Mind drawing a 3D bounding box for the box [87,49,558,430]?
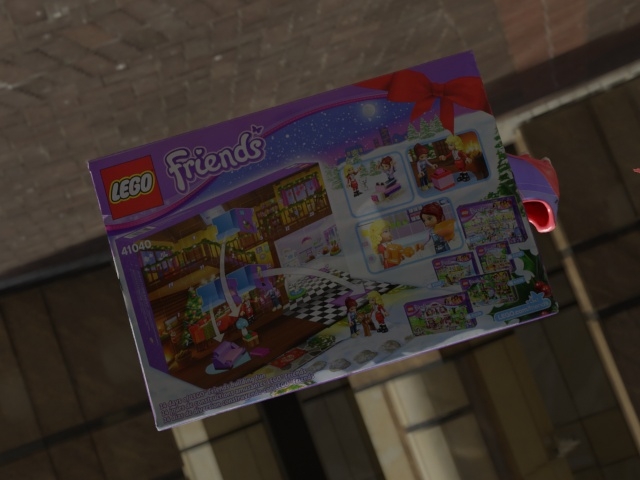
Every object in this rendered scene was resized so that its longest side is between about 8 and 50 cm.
[{"bbox_3d":[0.000,0.000,0.756,0.293,0.201,0.057,-16,172,0],"label":"box"}]

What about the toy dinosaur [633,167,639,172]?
[{"bbox_3d":[0.327,-0.042,0.943,0.090,0.047,0.082,-33,-150,51],"label":"toy dinosaur"}]

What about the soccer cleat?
[{"bbox_3d":[0.192,-0.073,1.278,0.248,0.095,0.083,10,153,-28],"label":"soccer cleat"}]
